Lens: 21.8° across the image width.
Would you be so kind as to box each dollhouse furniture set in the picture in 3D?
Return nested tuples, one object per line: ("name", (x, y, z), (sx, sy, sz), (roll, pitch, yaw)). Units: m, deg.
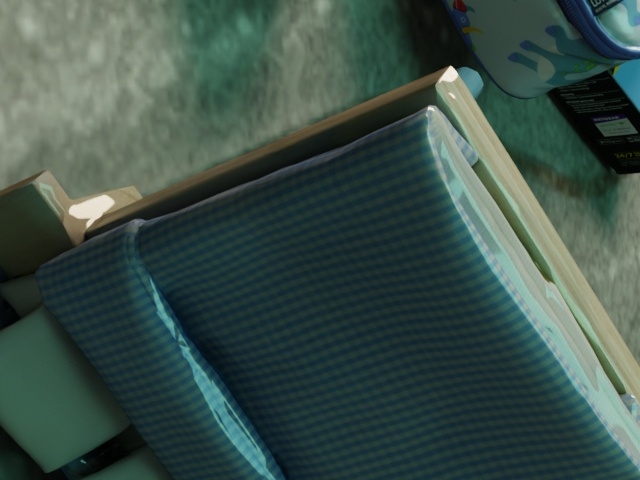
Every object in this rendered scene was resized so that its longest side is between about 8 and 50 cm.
("dollhouse furniture set", (-0.028, 0.017, 0.399), (0.303, 0.286, 0.198), (57, 42, -17))

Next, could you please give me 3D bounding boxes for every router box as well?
("router box", (0.167, -0.145, 0.914), (0.133, 0.046, 0.179), (41, 53, -44))

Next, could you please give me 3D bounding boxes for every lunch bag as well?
("lunch bag", (0.129, -0.178, 0.783), (0.219, 0.090, 0.176), (-32, 95, -41))
